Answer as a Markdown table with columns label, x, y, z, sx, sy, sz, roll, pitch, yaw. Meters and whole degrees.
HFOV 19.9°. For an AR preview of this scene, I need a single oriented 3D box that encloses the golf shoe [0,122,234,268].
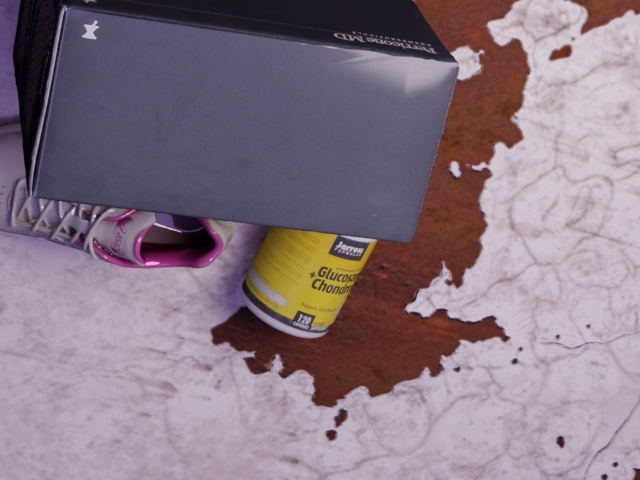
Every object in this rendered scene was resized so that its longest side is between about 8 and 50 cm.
| label | x | y | z | sx | sy | sz | roll | pitch | yaw |
| --- | --- | --- | --- | --- | --- | --- | --- | --- | --- |
| golf shoe | -0.227 | -0.038 | 1.768 | 0.306 | 0.140 | 0.115 | 5 | 117 | -13 |

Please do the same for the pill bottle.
| label | x | y | z | sx | sy | sz | roll | pitch | yaw |
| --- | --- | --- | --- | --- | --- | --- | --- | --- | --- |
| pill bottle | 0.000 | 0.000 | 1.855 | 0.103 | 0.103 | 0.184 | 20 | 111 | -20 |

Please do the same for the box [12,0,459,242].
| label | x | y | z | sx | sy | sz | roll | pitch | yaw |
| --- | --- | --- | --- | --- | --- | --- | --- | --- | --- |
| box | -0.091 | -0.160 | 1.636 | 0.343 | 0.312 | 0.179 | 7 | 115 | -15 |
